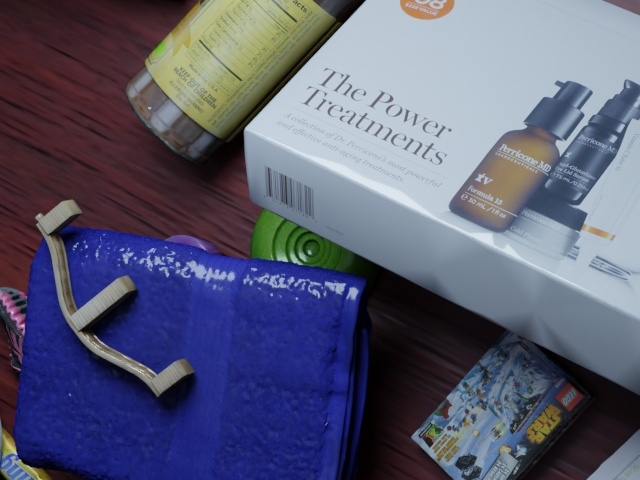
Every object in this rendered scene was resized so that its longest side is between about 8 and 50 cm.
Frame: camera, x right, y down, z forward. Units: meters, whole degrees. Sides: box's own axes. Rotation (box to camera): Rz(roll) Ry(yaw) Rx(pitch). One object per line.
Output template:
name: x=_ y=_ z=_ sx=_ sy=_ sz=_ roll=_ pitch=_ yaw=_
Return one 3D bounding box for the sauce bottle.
sauce bottle: x=-0.027 y=-0.223 z=1.553 sx=0.344 sy=0.111 sz=0.111 roll=-45 pitch=72 yaw=10

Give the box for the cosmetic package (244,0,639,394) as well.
cosmetic package: x=0.172 y=-0.074 z=1.387 sx=0.377 sy=0.097 sz=0.284 roll=26 pitch=54 yaw=22

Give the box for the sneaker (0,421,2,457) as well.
sneaker: x=-0.383 y=0.224 z=1.619 sx=0.094 sy=0.151 sz=0.255 roll=0 pitch=87 yaw=34

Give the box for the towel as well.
towel: x=-0.109 y=0.115 z=1.499 sx=0.308 sy=0.076 sz=0.227 roll=10 pitch=98 yaw=16

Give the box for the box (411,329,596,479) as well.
box: x=0.157 y=0.152 z=1.492 sx=0.094 sy=0.027 sz=0.137 roll=45 pitch=102 yaw=20

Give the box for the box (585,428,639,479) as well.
box: x=0.368 y=0.268 z=1.387 sx=0.232 sy=0.058 sz=0.322 roll=-45 pitch=71 yaw=12

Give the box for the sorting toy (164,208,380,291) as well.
sorting toy: x=0.000 y=0.000 z=1.514 sx=0.366 sy=0.126 sz=0.127 roll=-10 pitch=82 yaw=19

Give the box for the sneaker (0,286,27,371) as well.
sneaker: x=-0.285 y=0.099 z=1.662 sx=0.057 sy=0.047 sz=0.119 roll=-45 pitch=70 yaw=24

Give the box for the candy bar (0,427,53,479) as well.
candy bar: x=-0.275 y=0.233 z=1.658 sx=0.161 sy=0.018 sz=0.040 roll=43 pitch=102 yaw=20

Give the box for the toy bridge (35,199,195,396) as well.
toy bridge: x=-0.185 y=0.054 z=1.462 sx=0.063 sy=0.026 sz=0.188 roll=-38 pitch=83 yaw=18
